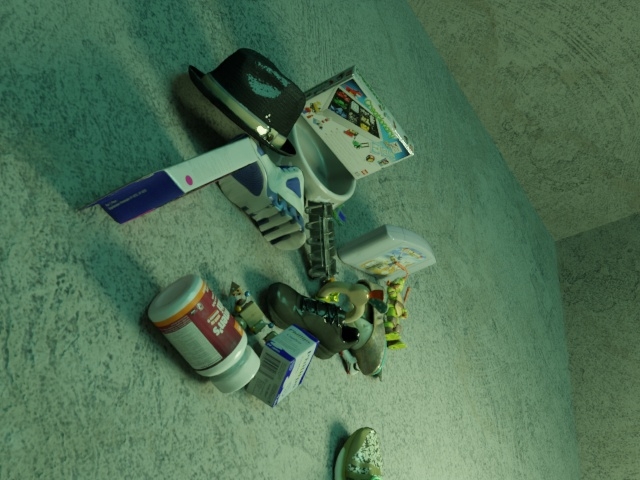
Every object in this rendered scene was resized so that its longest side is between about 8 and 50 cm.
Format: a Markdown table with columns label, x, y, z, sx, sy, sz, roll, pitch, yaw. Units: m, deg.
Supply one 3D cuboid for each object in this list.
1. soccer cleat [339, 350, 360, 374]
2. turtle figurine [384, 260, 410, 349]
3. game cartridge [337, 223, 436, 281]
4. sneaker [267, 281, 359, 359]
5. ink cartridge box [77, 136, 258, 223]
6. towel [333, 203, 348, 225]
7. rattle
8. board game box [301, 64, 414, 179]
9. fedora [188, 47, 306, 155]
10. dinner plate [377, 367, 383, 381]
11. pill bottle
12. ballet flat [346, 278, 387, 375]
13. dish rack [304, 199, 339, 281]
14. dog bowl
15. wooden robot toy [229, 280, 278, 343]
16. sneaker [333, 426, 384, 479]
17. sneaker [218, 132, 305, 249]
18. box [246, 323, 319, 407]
| label | x | y | z | sx | sy | sz | roll | pitch | yaw |
| --- | --- | --- | --- | --- | --- | --- | --- | --- | --- |
| soccer cleat | 0.076 | 0.308 | 1.870 | 0.029 | 0.036 | 0.083 | -8 | 78 | -60 |
| turtle figurine | 0.213 | 0.194 | 2.109 | 0.269 | 0.087 | 0.217 | 75 | 19 | -57 |
| game cartridge | 0.211 | 0.040 | 2.111 | 0.297 | 0.198 | 0.062 | 25 | 51 | -50 |
| sneaker | -0.013 | 0.178 | 1.716 | 0.286 | 0.130 | 0.109 | 41 | 41 | -38 |
| ink cartridge box | -0.284 | -0.114 | 1.413 | 0.371 | 0.176 | 0.069 | -33 | 100 | -60 |
| towel | 0.058 | -0.086 | 2.135 | 0.060 | 0.009 | 0.083 | 57 | 31 | -20 |
| rattle | 0.095 | 0.132 | 1.853 | 0.130 | 0.200 | 0.143 | 65 | 29 | -5 |
| board game box | 0.095 | -0.311 | 1.955 | 0.305 | 0.193 | 0.053 | 47 | 36 | -33 |
| fedora | -0.148 | -0.349 | 1.711 | 0.334 | 0.152 | 0.334 | 41 | 9 | -8 |
| dinner plate | 0.163 | 0.316 | 1.972 | 0.141 | 0.017 | 0.141 | 2 | 90 | -86 |
| pill bottle | -0.218 | 0.182 | 1.379 | 0.221 | 0.121 | 0.121 | 54 | 32 | -22 |
| ballet flat | 0.115 | 0.224 | 1.945 | 0.106 | 0.108 | 0.316 | 38 | 32 | -22 |
| dish rack | 0.000 | 0.000 | 1.764 | 0.271 | 0.074 | 0.208 | -25 | 110 | -85 |
| dog bowl | -0.023 | -0.238 | 2.012 | 0.349 | 0.102 | 0.348 | 37 | 42 | -43 |
| wooden robot toy | -0.165 | 0.175 | 1.556 | 0.079 | 0.076 | 0.173 | -42 | 112 | -22 |
| sneaker | 0.141 | 0.614 | 1.620 | 0.158 | 0.182 | 0.410 | 40 | 39 | -40 |
| sneaker | -0.132 | -0.141 | 1.760 | 0.315 | 0.128 | 0.182 | 56 | 27 | -33 |
| box | -0.079 | 0.266 | 1.538 | 0.072 | 0.126 | 0.137 | 30 | 24 | 17 |
